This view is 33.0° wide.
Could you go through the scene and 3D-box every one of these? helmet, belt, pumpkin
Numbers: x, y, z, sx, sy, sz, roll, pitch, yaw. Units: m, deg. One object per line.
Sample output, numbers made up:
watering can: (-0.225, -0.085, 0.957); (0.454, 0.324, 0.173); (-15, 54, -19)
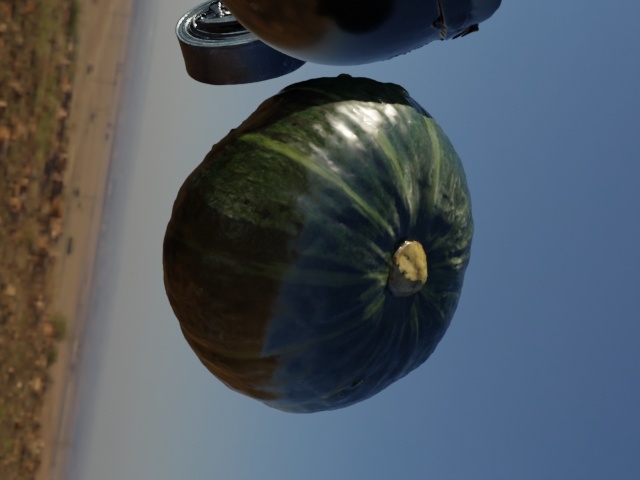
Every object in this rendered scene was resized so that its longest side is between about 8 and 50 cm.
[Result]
helmet: (-0.003, -0.214, 0.734); (0.230, 0.160, 0.279); (64, -6, -26)
belt: (-0.101, -0.284, 1.490); (0.141, 0.190, 0.082); (-91, 172, -46)
pumpkin: (0.001, 0.002, 0.661); (0.152, 0.211, 0.212); (10, -89, 35)
